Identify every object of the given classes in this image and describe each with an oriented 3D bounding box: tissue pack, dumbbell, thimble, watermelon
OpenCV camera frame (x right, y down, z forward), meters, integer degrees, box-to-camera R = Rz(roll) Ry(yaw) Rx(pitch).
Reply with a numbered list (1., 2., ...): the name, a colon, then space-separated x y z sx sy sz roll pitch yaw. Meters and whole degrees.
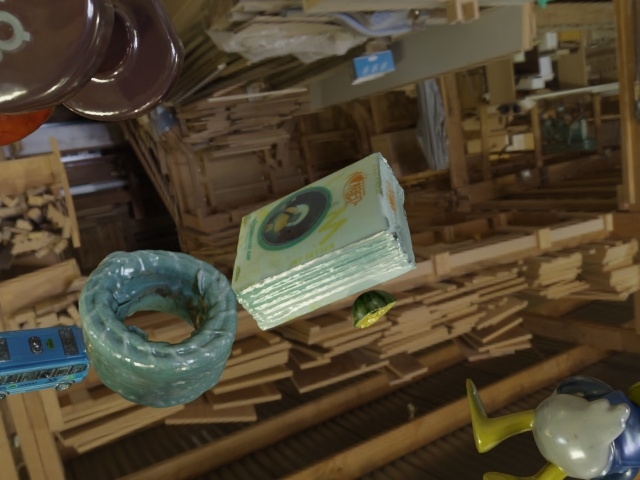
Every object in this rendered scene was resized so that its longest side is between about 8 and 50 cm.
1. tissue pack: 0.000 0.000 1.237 0.388 0.162 0.287 -24 -142 20
2. dumbbell: -0.193 -0.160 0.412 0.124 0.140 0.225 -24 -169 4
3. thimble: -0.235 0.118 0.795 0.235 0.143 0.198 38 -132 15
4. watermelon: 0.106 0.139 1.166 0.106 0.062 0.105 -31 160 -13

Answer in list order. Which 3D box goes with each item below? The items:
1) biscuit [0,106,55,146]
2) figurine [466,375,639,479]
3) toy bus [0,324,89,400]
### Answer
1. biscuit: -0.495 -0.199 0.533 0.368 0.076 0.394 -25 151 -17
2. figurine: 0.372 0.250 0.679 0.339 0.204 0.283 -17 152 15
3. toy bus: -0.632 0.260 1.200 0.247 0.113 0.134 1 139 -45
